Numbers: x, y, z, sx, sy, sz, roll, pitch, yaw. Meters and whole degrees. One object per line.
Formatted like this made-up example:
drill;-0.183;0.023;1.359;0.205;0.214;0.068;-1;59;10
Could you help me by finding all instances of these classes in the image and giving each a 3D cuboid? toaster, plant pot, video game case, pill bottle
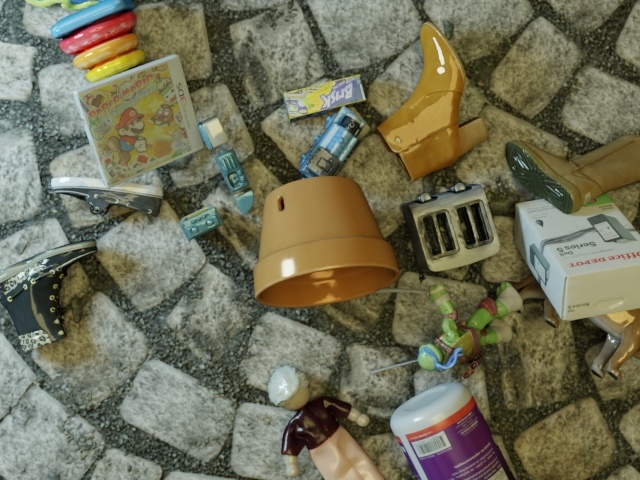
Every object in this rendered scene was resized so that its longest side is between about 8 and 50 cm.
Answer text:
toaster;0.273;-0.018;1.844;0.168;0.110;0.186;-16;90;-4
plant pot;0.000;0.000;1.752;0.290;0.291;0.204;-8;74;-5
video game case;-0.359;-0.240;1.757;0.227;0.026;0.206;-27;120;-25
pill bottle;0.288;0.467;1.801;0.181;0.181;0.323;-27;92;-5

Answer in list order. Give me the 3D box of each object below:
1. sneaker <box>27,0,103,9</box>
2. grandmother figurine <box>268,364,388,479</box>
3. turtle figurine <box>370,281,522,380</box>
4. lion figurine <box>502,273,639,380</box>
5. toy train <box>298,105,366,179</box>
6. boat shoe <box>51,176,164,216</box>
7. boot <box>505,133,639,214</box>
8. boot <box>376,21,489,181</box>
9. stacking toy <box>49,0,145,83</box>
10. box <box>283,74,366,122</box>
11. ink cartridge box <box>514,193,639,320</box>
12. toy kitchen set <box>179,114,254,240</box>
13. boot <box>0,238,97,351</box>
sneaker;-0.494;-0.522;1.783;0.240;0.126;0.091;-9;90;-4
grandmother figurine;0.003;0.413;1.826;0.207;0.104;0.342;-33;89;-32
turtle figurine;0.263;0.167;1.809;0.266;0.274;0.198;-16;99;-31
lion figurine;0.600;0.137;1.856;0.392;0.142;0.240;41;79;1
toy train;0.025;-0.194;1.825;0.080;0.105;0.184;36;87;-13
boat shoe;-0.441;-0.085;1.809;0.228;0.080;0.076;6;87;-12
boot;0.567;-0.170;1.876;0.269;0.089;0.236;-24;53;-21
boot;0.209;-0.290;1.847;0.211;0.104;0.295;-26;95;-5
stacking toy;-0.408;-0.332;1.791;0.165;0.175;0.302;-23;105;4
box;0.009;-0.301;1.856;0.168;0.054;0.059;-15;90;-5
ink cartridge box;0.534;0.023;1.778;0.198;0.273;0.115;-10;125;-5
toy kitchen set;-0.240;-0.125;1.780;0.166;0.122;0.207;-26;102;-4
boot;-0.540;0.110;1.791;0.236;0.085;0.179;-22;93;2
